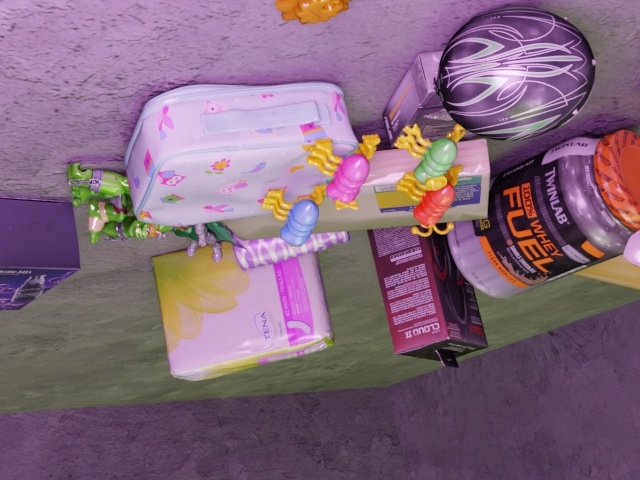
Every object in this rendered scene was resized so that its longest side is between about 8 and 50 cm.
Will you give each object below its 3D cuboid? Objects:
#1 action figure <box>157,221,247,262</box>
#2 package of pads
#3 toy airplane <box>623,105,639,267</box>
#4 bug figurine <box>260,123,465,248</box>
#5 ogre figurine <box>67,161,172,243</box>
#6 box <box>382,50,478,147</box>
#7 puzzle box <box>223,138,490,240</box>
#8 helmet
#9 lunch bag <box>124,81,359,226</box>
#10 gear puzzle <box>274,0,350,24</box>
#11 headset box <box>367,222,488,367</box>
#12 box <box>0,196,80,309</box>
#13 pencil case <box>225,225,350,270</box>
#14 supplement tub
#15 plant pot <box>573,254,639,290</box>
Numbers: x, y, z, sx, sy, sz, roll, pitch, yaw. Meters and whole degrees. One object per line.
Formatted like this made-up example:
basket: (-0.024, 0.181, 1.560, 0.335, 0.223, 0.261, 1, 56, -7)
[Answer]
action figure: (-0.208, -0.026, 1.653, 0.137, 0.063, 0.232, 9, 163, 15)
package of pads: (-0.136, 0.115, 1.902, 0.296, 0.229, 0.101, -13, 164, 4)
toy airplane: (0.561, -0.118, 1.540, 0.384, 0.272, 0.386, -34, 157, -34)
bug figurine: (0.074, -0.061, 1.355, 0.279, 0.072, 0.216, -9, 154, -18)
ogre figurine: (-0.271, -0.052, 1.486, 0.118, 0.097, 0.197, 0, 136, 6)
box: (0.215, -0.193, 1.414, 0.231, 0.056, 0.183, -8, 164, -13)
puzzle box: (0.050, -0.069, 1.612, 0.409, 0.052, 0.272, -5, 167, 6)
helmet: (0.223, -0.192, 1.235, 0.169, 0.169, 0.161, -8, 180, -14)
lunch bag: (-0.097, -0.115, 1.355, 0.279, 0.108, 0.224, -8, 158, -22)
gear puzzle: (0.022, -0.281, 0.986, 0.175, 0.044, 0.339, -7, 163, -19)
headset box: (0.198, 0.091, 1.950, 0.110, 0.293, 0.218, -19, 162, 24)
box: (-0.468, 0.022, 1.557, 0.153, 0.108, 0.207, 3, 159, -41)
pencil case: (-0.052, -0.008, 1.798, 0.206, 0.086, 0.088, -14, 163, 6)
supplement tub: (0.394, -0.044, 1.789, 0.207, 0.207, 0.338, 3, 158, -42)
plant pot: (0.557, -0.020, 1.972, 0.239, 0.254, 0.254, 2, 167, 11)
